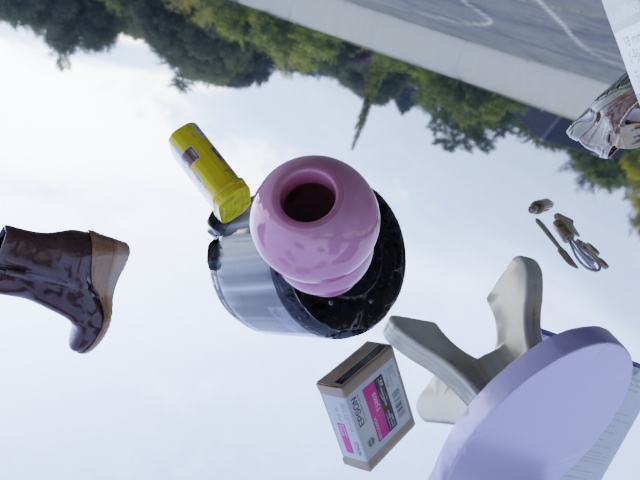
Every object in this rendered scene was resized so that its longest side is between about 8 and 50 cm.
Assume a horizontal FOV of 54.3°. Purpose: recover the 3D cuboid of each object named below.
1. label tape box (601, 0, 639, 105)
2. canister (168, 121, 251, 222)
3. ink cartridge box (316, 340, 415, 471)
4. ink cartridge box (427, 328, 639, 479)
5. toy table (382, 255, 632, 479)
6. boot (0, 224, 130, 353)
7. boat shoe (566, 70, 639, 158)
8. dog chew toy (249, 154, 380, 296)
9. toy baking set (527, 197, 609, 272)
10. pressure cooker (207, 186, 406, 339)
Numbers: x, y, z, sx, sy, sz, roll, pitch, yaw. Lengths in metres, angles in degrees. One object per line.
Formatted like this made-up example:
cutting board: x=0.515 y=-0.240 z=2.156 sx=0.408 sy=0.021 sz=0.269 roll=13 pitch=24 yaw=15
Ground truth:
label tape box: x=0.420 y=-0.273 z=0.618 sx=0.240 sy=0.334 sz=0.106 roll=-23 pitch=-175 yaw=11
canister: x=-0.212 y=-0.130 z=1.193 sx=0.170 sy=0.073 sz=0.126 roll=51 pitch=165 yaw=12
ink cartridge box: x=0.113 y=0.388 z=1.477 sx=0.088 sy=0.235 sz=0.193 roll=0 pitch=-155 yaw=46
ink cartridge box: x=0.335 y=0.288 z=0.940 sx=0.303 sy=0.307 sz=0.072 roll=21 pitch=-173 yaw=-28
toy table: x=0.201 y=0.165 z=0.709 sx=0.252 sy=0.274 sz=0.161 roll=24 pitch=-156 yaw=-31
boot: x=-0.450 y=0.085 z=1.041 sx=0.206 sy=0.248 sz=0.090 roll=7 pitch=-153 yaw=-39
boat shoe: x=0.580 y=-0.239 z=1.179 sx=0.120 sy=0.122 sz=0.324 roll=48 pitch=-179 yaw=9
dog chew toy: x=0.000 y=0.000 z=1.060 sx=0.206 sy=0.207 sz=0.332 roll=24 pitch=161 yaw=16
toy baking set: x=0.506 y=-0.014 z=1.273 sx=0.197 sy=0.030 sz=0.256 roll=50 pitch=-151 yaw=22
pressure cooker: x=-0.060 y=0.045 z=1.476 sx=0.375 sy=0.370 sz=0.420 roll=-13 pitch=-178 yaw=-37
